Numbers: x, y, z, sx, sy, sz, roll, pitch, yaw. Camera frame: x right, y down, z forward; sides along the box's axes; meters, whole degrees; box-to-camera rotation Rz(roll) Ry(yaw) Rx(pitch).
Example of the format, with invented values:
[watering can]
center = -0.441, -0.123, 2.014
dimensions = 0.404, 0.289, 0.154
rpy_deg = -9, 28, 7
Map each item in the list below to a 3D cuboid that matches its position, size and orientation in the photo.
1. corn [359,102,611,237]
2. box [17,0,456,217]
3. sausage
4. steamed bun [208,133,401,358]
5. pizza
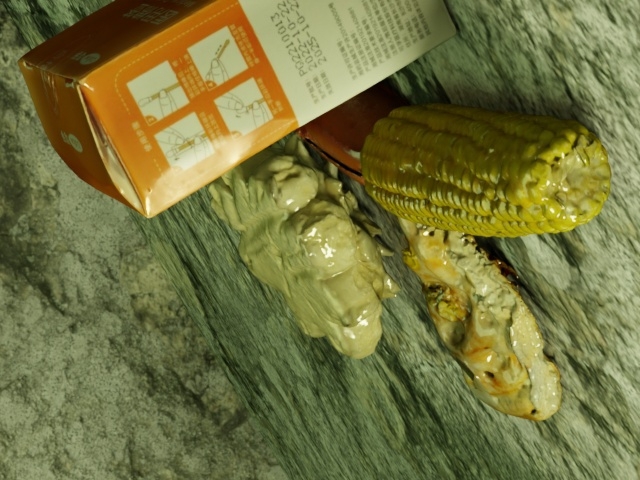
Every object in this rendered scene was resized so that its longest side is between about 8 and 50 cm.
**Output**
[corn]
center = 0.135, -0.064, 1.495
dimensions = 0.120, 0.120, 0.363
rpy_deg = 61, 164, -14
[box]
center = -0.084, -0.175, 1.525
dimensions = 0.143, 0.341, 0.225
rpy_deg = 63, 165, -21
[sausage]
center = -0.007, -0.158, 1.787
dimensions = 0.330, 0.102, 0.102
rpy_deg = 45, 161, 40
[steamed bun]
center = 0.000, 0.000, 2.033
dimensions = 0.295, 0.137, 0.292
rpy_deg = 33, 151, 46
[pizza]
center = 0.159, 0.069, 1.774
dimensions = 0.189, 0.071, 0.297
rpy_deg = 30, 149, 62
